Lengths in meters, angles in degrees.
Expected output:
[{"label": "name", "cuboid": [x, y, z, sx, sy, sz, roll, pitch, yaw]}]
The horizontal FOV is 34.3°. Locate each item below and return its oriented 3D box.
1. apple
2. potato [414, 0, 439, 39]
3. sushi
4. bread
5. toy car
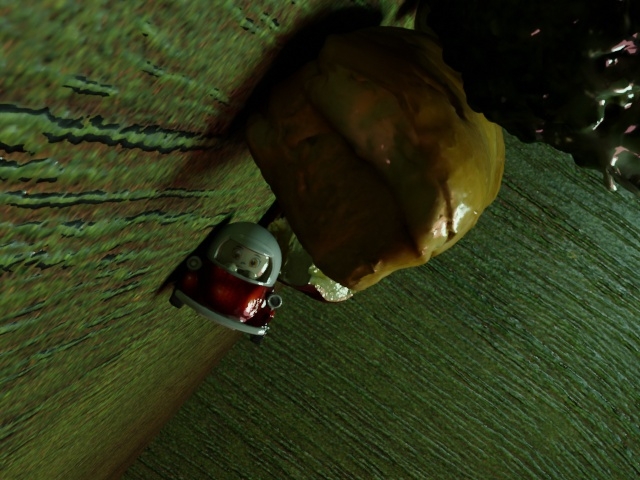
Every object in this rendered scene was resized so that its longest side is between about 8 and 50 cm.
[{"label": "apple", "cuboid": [0.001, -0.003, 1.395, 0.147, 0.156, 0.158, 169, -56, -82]}, {"label": "potato", "cuboid": [0.247, -0.307, 1.092, 0.369, 0.176, 0.195, -52, 152, -21]}, {"label": "sushi", "cuboid": [0.259, -0.172, 0.810, 0.294, 0.352, 0.178, -91, -154, -43]}, {"label": "bread", "cuboid": [0.067, -0.087, 0.870, 0.149, 0.195, 0.344, -29, -175, 20]}, {"label": "toy car", "cuboid": [-0.089, 0.034, 1.103, 0.139, 0.112, 0.112, -123, -122, -83]}]
